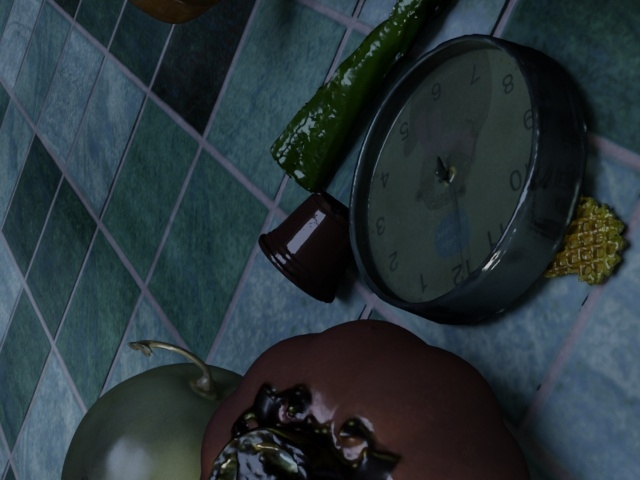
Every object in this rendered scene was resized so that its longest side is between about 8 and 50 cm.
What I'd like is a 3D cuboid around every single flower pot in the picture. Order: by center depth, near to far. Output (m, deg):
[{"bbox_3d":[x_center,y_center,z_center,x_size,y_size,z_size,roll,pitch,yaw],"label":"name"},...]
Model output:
[{"bbox_3d":[0.000,0.000,1.023,0.089,0.111,0.111,-49,41,10],"label":"flower pot"}]

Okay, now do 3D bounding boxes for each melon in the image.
[{"bbox_3d":[-0.151,0.272,0.999,0.308,0.271,0.272,-50,42,23],"label":"melon"}]

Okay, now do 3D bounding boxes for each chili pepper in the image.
[{"bbox_3d":[0.053,-0.206,1.029,0.085,0.076,0.359,47,124,20],"label":"chili pepper"}]

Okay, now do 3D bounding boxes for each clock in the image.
[{"bbox_3d":[0.125,-0.059,0.881,0.280,0.055,0.281,-31,52,48],"label":"clock"}]

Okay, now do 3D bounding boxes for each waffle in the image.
[{"bbox_3d":[0.218,0.003,0.780,0.085,0.016,0.078,33,106,53],"label":"waffle"}]

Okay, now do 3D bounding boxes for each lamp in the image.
[{"bbox_3d":[0.018,0.215,0.772,0.305,0.239,0.305,-8,75,33],"label":"lamp"}]

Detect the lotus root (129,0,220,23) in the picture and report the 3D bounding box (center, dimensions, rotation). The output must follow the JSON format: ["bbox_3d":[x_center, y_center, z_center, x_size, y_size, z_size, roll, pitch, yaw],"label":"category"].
[{"bbox_3d":[-0.192,-0.459,1.192,0.111,0.390,0.375,-16,75,52],"label":"lotus root"}]
